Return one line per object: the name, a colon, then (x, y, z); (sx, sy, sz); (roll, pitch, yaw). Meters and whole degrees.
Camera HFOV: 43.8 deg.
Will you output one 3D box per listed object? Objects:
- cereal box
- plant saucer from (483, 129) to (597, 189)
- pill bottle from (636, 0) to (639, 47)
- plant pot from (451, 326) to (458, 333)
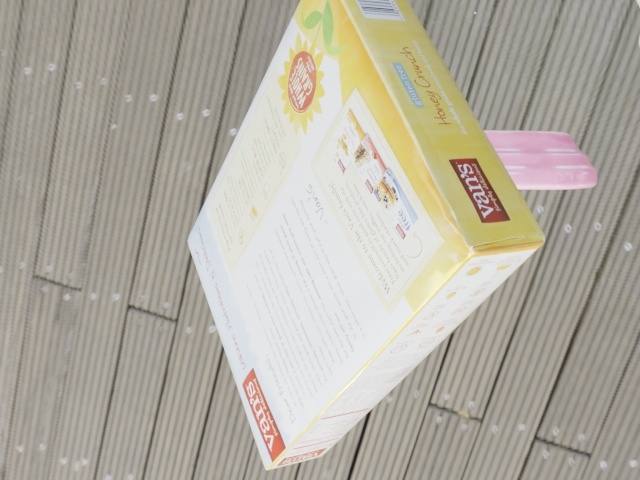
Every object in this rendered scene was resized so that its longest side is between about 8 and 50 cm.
cereal box: (0.000, 0.000, 0.435); (0.240, 0.047, 0.173); (-55, 49, 48)
plant saucer: (0.252, -0.125, 1.225); (0.332, 0.332, 0.084); (2, 96, 10)
pill bottle: (0.646, -0.289, 1.301); (0.181, 0.181, 0.323); (-26, 83, 17)
plant pot: (0.064, 0.048, 1.006); (0.230, 0.215, 0.215); (6, 109, 39)
